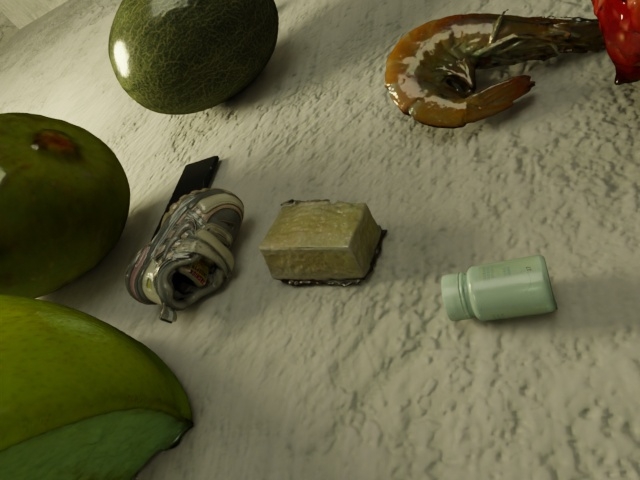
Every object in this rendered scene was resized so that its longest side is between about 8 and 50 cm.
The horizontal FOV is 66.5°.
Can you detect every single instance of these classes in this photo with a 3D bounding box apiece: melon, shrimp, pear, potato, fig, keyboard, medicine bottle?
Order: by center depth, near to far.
[{"bbox_3d":[0.146,0.041,0.403,0.083,0.047,0.047,-12,48,25],"label":"medicine bottle"},{"bbox_3d":[-0.357,0.175,0.491,0.342,0.238,0.318,-45,51,-7],"label":"pear"},{"bbox_3d":[0.002,0.000,0.527,0.122,0.061,0.086,-1,51,32],"label":"potato"},{"bbox_3d":[0.196,-0.206,0.558,0.248,0.068,0.150,-12,71,16],"label":"shrimp"},{"bbox_3d":[-0.444,-0.026,0.721,0.326,0.258,0.258,-44,39,21],"label":"fig"},{"bbox_3d":[-0.209,-0.052,0.746,0.074,0.015,0.196,-13,48,30],"label":"keyboard"},{"bbox_3d":[-0.222,-0.355,0.849,0.301,0.237,0.237,-35,43,4],"label":"melon"}]

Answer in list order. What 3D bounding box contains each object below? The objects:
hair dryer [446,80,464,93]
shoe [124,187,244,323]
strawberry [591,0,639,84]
[{"bbox_3d":[0.176,-0.193,0.603,0.047,0.026,0.083,-27,47,12],"label":"hair dryer"},{"bbox_3d":[-0.155,0.016,0.595,0.180,0.089,0.092,-49,43,-9],"label":"shoe"},{"bbox_3d":[0.347,-0.240,0.326,0.291,0.310,0.292,-14,51,18],"label":"strawberry"}]
